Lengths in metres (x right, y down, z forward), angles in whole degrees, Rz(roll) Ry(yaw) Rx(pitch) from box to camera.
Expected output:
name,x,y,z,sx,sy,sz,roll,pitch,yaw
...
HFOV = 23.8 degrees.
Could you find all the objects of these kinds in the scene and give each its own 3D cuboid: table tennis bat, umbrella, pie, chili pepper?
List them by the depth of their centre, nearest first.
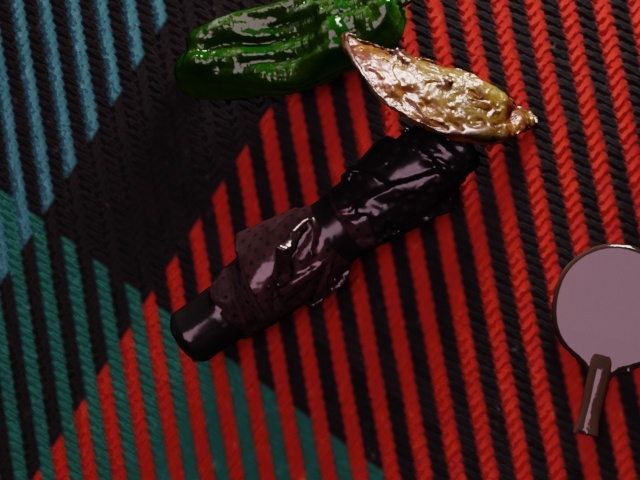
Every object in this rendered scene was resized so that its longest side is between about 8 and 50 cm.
name,x,y,z,sx,sy,sz,roll,pitch,yaw
table tennis bat,0.233,0.081,1.265,0.107,0.119,0.170,12,88,18
pie,0.103,-0.123,1.304,0.191,0.088,0.033,21,134,-8
umbrella,0.000,0.000,1.359,0.326,0.094,0.090,-35,121,10
chili pepper,-0.022,-0.184,1.384,0.257,0.074,0.100,-13,74,15
